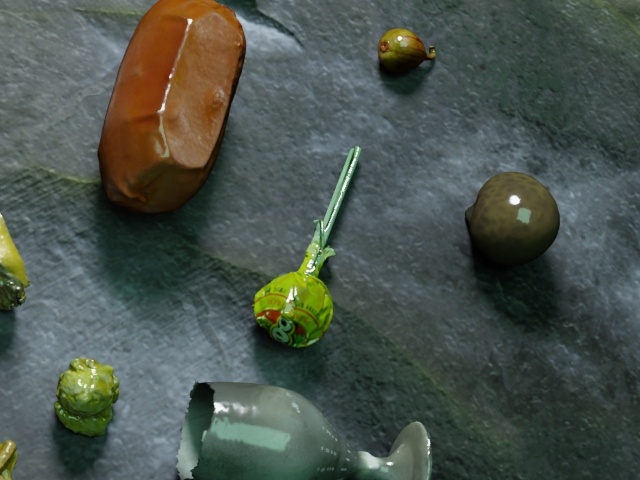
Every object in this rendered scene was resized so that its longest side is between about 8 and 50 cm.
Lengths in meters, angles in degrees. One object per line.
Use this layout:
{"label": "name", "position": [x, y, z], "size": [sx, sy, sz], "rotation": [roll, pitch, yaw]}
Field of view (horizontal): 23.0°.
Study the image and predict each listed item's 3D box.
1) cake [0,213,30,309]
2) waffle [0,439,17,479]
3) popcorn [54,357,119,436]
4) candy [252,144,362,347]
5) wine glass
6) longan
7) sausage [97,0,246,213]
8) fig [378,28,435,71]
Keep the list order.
{"label": "cake", "position": [-0.367, -0.010, 1.541], "size": [0.116, 0.080, 0.185], "rotation": [-14, 80, -27]}
{"label": "waffle", "position": [-0.364, 0.242, 1.460], "size": [0.160, 0.055, 0.211], "rotation": [36, 62, -4]}
{"label": "popcorn", "position": [-0.230, 0.154, 1.541], "size": [0.060, 0.068, 0.083], "rotation": [5, 107, 5]}
{"label": "candy", "position": [0.000, 0.002, 1.686], "size": [0.077, 0.073, 0.262], "rotation": [38, 54, -24]}
{"label": "wine glass", "position": [-0.016, 0.214, 1.561], "size": [0.241, 0.126, 0.126], "rotation": [13, 67, -17]}
{"label": "longan", "position": [0.211, -0.024, 1.751], "size": [0.113, 0.092, 0.113], "rotation": [-11, 64, 22]}
{"label": "sausage", "position": [-0.156, -0.145, 1.638], "size": [0.133, 0.133, 0.258], "rotation": [18, 67, -13]}
{"label": "fig", "position": [0.104, -0.218, 1.811], "size": [0.083, 0.050, 0.050], "rotation": [0, 70, -41]}
